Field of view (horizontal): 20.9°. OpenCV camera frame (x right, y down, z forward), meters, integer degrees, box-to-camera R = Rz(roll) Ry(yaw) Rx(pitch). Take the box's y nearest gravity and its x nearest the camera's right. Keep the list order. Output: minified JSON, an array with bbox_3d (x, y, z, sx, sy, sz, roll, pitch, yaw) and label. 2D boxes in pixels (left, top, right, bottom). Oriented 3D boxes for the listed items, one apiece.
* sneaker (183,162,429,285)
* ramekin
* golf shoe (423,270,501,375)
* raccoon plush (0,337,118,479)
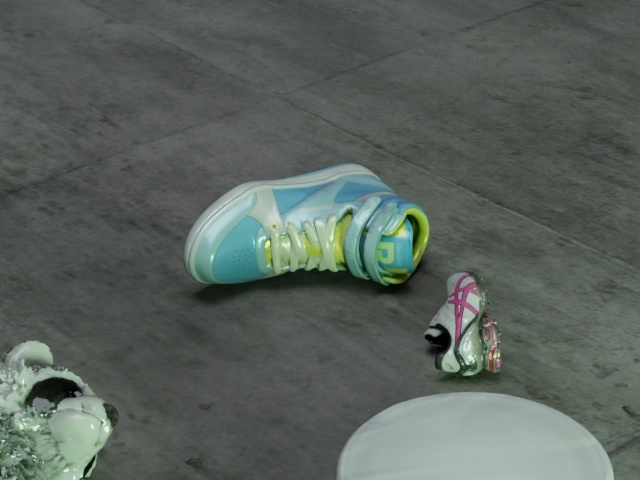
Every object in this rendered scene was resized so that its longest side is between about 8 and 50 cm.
[{"bbox_3d":[0.000,0.000,2.206,0.319,0.127,0.208,-22,34,-31],"label":"sneaker"},{"bbox_3d":[0.149,0.273,1.697,0.273,0.127,0.273,-1,28,1],"label":"ramekin"},{"bbox_3d":[0.164,0.094,2.082,0.086,0.067,0.186,-5,29,-2],"label":"golf shoe"},{"bbox_3d":[-0.429,0.227,1.759,0.446,0.216,0.299,0,21,4],"label":"raccoon plush"}]
